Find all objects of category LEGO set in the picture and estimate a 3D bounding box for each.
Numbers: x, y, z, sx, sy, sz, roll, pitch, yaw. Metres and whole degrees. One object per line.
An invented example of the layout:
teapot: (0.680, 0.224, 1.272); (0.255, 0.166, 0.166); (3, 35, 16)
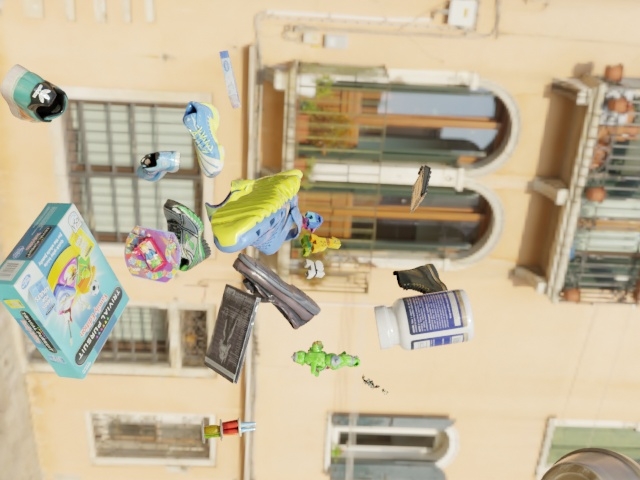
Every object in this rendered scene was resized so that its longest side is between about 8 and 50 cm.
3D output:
LEGO set: (0.000, 0.000, 2.126); (0.087, 0.093, 0.227); (-53, -142, 45)
LEGO set: (0.131, 0.364, 1.819); (0.023, 0.054, 0.083); (-55, -146, -3)

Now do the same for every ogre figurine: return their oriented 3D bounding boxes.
ogre figurine: (0.003, 0.335, 2.054); (0.097, 0.197, 0.118); (-67, 158, -2)

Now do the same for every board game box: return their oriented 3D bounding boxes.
board game box: (-0.436, 0.037, 1.850); (0.033, 0.169, 0.133); (-7, 107, -69)
board game box: (-0.178, -0.317, 1.443); (0.090, 0.020, 0.090); (99, -20, -84)
board game box: (-0.590, 0.120, 1.693); (0.336, 0.079, 0.254); (73, 27, -43)

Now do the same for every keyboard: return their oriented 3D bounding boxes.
keyboard: (0.254, -0.139, 1.837); (0.180, 0.023, 0.108); (104, -5, -78)

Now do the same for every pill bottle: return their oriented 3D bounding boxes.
pill bottle: (0.289, 0.228, 2.063); (0.153, 0.265, 0.153); (-9, 90, -89)

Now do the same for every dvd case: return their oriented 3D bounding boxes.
dvd case: (-0.225, 0.233, 1.850); (0.164, 0.018, 0.221); (15, -90, 53)

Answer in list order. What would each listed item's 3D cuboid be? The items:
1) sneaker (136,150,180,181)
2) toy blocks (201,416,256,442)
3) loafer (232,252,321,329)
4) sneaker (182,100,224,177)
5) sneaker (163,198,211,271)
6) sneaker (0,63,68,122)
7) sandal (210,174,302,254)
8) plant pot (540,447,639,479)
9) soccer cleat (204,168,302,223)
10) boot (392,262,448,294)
sneaker: (-0.398, -0.185, 1.729); (0.162, 0.073, 0.063); (-17, -111, 48)
toy blocks: (-0.253, 0.522, 2.014); (0.123, 0.148, 0.054); (109, -24, -67)
loafer: (-0.119, 0.139, 1.836); (0.095, 0.302, 0.109); (-49, -140, 4)
sneaker: (-0.356, -0.303, 2.146); (0.126, 0.091, 0.240); (19, 55, -54)
sneaker: (-0.504, -0.010, 2.661); (0.146, 0.134, 0.343); (-46, 145, -28)
sneaker: (-0.669, -0.324, 1.751); (0.108, 0.121, 0.302); (-60, -173, -6)
sandal: (-0.109, -0.033, 1.438); (0.317, 0.126, 0.138); (-42, 126, -61)
plant pot: (0.721, 0.708, 1.959); (0.280, 0.323, 0.323); (32, 52, -50)
soccer cleat: (-0.186, -0.132, 2.012); (0.121, 0.289, 0.093); (59, -1, -3)
boot: (0.324, 0.161, 2.331); (0.198, 0.137, 0.077); (-114, -159, -50)
